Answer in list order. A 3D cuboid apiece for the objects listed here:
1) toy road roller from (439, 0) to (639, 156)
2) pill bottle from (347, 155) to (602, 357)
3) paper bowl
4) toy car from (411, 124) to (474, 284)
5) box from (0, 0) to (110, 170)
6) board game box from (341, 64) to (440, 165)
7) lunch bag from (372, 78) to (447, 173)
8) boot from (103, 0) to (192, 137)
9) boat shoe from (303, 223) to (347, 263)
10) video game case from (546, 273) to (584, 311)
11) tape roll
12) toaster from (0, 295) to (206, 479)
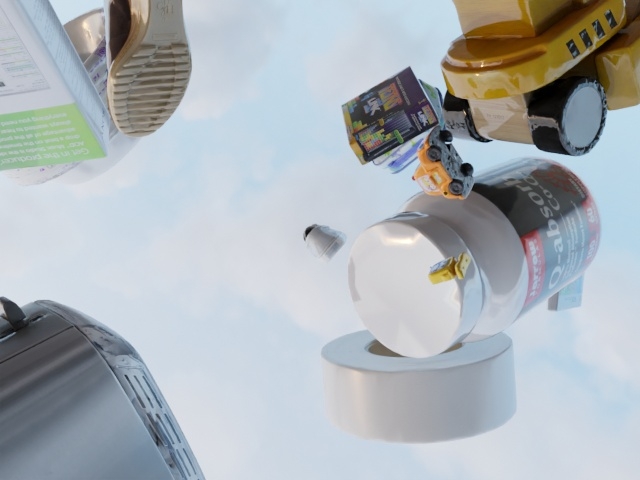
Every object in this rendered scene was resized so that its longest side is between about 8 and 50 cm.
[{"bbox_3d":[0.296,-0.274,0.826,0.329,0.241,0.202,-38,-148,-21],"label":"toy road roller"},{"bbox_3d":[0.216,0.015,0.889,0.210,0.210,0.362,34,-143,31],"label":"pill bottle"},{"bbox_3d":[-0.359,-0.197,0.959,0.284,0.148,0.284,-22,-138,21],"label":"paper bowl"},{"bbox_3d":[0.081,-0.027,0.483,0.040,0.060,0.122,-24,-144,40],"label":"toy car"},{"bbox_3d":[-0.315,-0.161,0.453,0.232,0.322,0.059,-7,-124,1],"label":"box"},{"bbox_3d":[0.110,-0.210,1.079,0.141,0.048,0.170,-29,-150,14],"label":"board game box"},{"bbox_3d":[0.217,-0.281,1.651,0.090,0.219,0.176,18,-128,-31],"label":"lunch bag"},{"bbox_3d":[-0.213,-0.270,0.751,0.090,0.249,0.207,-4,-137,-31],"label":"boot"},{"bbox_3d":[0.000,0.000,1.085,0.063,0.184,0.066,43,-84,-2],"label":"boat shoe"},{"bbox_3d":[0.491,0.029,1.282,0.023,0.213,0.193,6,-178,34],"label":"video game case"},{"bbox_3d":[0.144,0.200,0.969,0.285,0.100,0.286,-6,-176,0],"label":"tape roll"},{"bbox_3d":[-0.165,0.146,0.394,0.146,0.227,0.129,-37,-150,-32],"label":"toaster"}]
